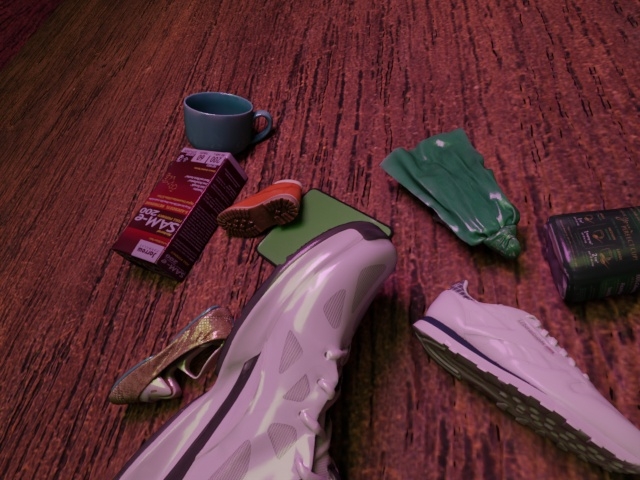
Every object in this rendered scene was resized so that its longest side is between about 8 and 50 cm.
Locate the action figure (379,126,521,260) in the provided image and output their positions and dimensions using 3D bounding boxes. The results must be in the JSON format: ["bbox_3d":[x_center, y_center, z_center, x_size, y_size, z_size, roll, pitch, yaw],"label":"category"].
[{"bbox_3d":[0.190,-0.060,0.560,0.137,0.063,0.232,-27,46,3],"label":"action figure"}]

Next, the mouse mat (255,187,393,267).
[{"bbox_3d":[0.000,0.000,0.646,0.190,0.007,0.152,33,75,37],"label":"mouse mat"}]

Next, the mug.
[{"bbox_3d":[-0.189,-0.220,0.819,0.158,0.097,0.129,22,37,15],"label":"mug"}]

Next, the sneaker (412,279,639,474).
[{"bbox_3d":[0.208,0.123,0.415,0.095,0.090,0.235,-41,51,-18],"label":"sneaker"}]

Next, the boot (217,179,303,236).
[{"bbox_3d":[-0.100,-0.057,0.709,0.158,0.059,0.084,-13,35,22],"label":"boot"}]

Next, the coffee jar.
[{"bbox_3d":[0.343,0.007,0.432,0.185,0.079,0.096,-10,51,20],"label":"coffee jar"}]

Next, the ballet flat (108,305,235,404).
[{"bbox_3d":[-0.202,0.178,0.580,0.206,0.073,0.067,-41,65,-1],"label":"ballet flat"}]

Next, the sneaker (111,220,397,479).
[{"bbox_3d":[-0.003,0.208,0.429,0.258,0.169,0.447,35,84,29],"label":"sneaker"}]

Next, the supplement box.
[{"bbox_3d":[-0.252,-0.055,0.760,0.130,0.073,0.239,13,65,31],"label":"supplement box"}]
